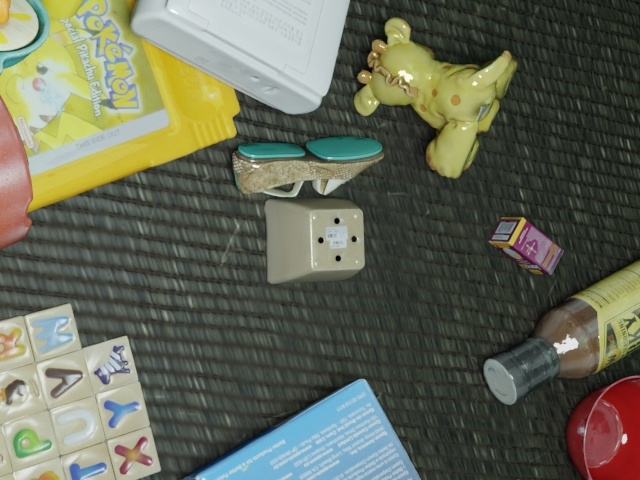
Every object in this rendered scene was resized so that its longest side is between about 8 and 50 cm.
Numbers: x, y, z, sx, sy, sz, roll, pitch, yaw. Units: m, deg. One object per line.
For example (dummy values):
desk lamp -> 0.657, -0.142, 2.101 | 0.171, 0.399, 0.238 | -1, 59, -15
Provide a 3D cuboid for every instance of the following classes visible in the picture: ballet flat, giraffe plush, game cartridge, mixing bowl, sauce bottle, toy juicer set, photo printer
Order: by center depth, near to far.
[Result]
toy juicer set -> -0.373, -0.239, 1.278 | 0.209, 0.089, 0.329 | 27, 42, -4
game cartridge -> -0.271, -0.208, 1.483 | 0.323, 0.052, 0.285 | -23, 100, -24
photo printer -> -0.075, -0.339, 1.521 | 0.256, 0.107, 0.308 | 24, 69, -33
ballet flat -> -0.018, -0.090, 1.609 | 0.206, 0.073, 0.067 | -4, 119, -24
giraffe plush -> 0.138, -0.193, 1.638 | 0.170, 0.210, 0.181 | 27, 90, 10
sauce bottle -> 0.378, 0.123, 1.770 | 0.344, 0.111, 0.111 | -26, 101, -23
mixing bowl -> 0.412, 0.276, 1.790 | 0.181, 0.098, 0.182 | 0, 90, -25

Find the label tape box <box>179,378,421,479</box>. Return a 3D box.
label tape box -> 0.022, 0.380, 1.547 | 0.249, 0.115, 0.348 | -27, 88, -24

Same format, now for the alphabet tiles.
alphabet tiles -> -0.359, 0.237, 1.460 | 0.342, 0.011, 0.285 | -16, 97, -25

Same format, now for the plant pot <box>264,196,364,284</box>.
plant pot -> 0.000, 0.000, 1.590 | 0.109, 0.096, 0.109 | -2, 91, -26

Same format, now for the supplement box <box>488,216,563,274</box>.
supplement box -> 0.281, 0.007, 1.752 | 0.083, 0.055, 0.043 | 35, 76, -21

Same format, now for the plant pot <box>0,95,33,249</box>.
plant pot -> -0.452, -0.052, 1.291 | 0.265, 0.272, 0.273 | -22, 99, -32
